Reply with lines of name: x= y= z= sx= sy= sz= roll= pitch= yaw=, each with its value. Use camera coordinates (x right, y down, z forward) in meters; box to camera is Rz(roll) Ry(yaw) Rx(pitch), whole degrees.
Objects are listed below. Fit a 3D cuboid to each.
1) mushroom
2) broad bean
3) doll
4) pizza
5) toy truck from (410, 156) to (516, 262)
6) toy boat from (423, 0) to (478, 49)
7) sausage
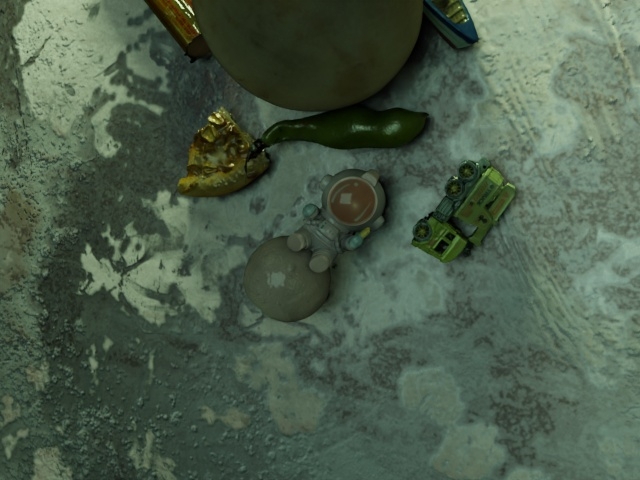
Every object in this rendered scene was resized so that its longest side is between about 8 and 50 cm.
mushroom: x=-0.013 y=-0.382 z=1.146 sx=0.363 sy=0.294 sz=0.362 roll=12 pitch=127 yaw=16
broad bean: x=0.022 y=-0.170 z=1.224 sx=0.318 sy=0.056 sz=0.098 roll=-13 pitch=72 yaw=19
doll: x=0.000 y=0.000 z=1.209 sx=0.151 sy=0.151 sz=0.287 roll=44 pitch=102 yaw=18
pizza: x=-0.176 y=-0.158 z=1.323 sx=0.182 sy=0.062 sz=0.161 roll=-1 pitch=89 yaw=27
toy truck: x=0.218 y=-0.042 z=1.133 sx=0.100 sy=0.077 sz=0.169 roll=36 pitch=103 yaw=6
toy boat: x=0.170 y=-0.387 z=1.156 sx=0.228 sy=0.080 sz=0.046 roll=58 pitch=146 yaw=10
sausage: x=-0.314 y=-0.480 z=1.374 sx=0.082 sy=0.082 sz=0.371 roll=-44 pitch=73 yaw=20
